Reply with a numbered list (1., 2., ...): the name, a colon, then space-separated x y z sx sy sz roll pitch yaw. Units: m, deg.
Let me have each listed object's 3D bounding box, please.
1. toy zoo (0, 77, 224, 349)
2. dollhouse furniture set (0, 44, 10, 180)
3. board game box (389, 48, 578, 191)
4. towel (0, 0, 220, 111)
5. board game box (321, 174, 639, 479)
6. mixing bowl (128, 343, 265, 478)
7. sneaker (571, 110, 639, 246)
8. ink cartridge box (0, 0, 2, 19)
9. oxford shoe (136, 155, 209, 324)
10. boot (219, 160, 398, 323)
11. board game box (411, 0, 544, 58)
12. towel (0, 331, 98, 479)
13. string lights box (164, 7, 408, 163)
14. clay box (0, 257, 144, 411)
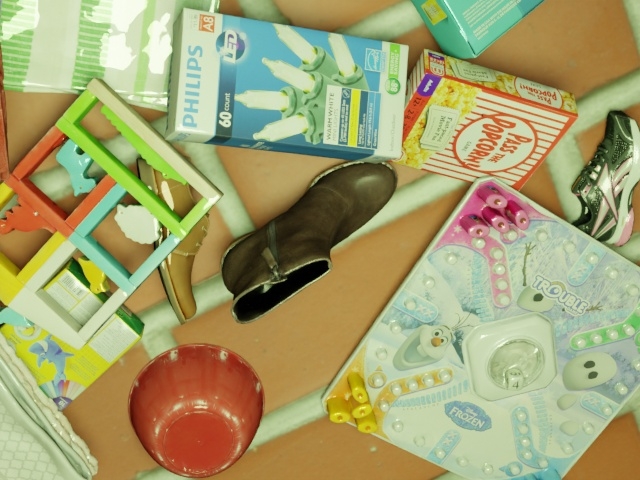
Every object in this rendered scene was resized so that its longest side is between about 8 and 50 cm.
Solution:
1. toy zoo: -0.278 -0.011 0.926 0.192 0.030 0.293 44 98 -5
2. dollhouse furniture set: -0.388 -0.227 0.710 0.201 0.152 0.374 -4 135 -20
3. board game box: 0.183 -0.137 0.975 0.193 0.045 0.147 13 141 -13
4. towel: -0.273 -0.277 0.898 0.325 0.038 0.248 5 105 -11
5. board game box: 0.262 0.166 1.093 0.390 0.050 0.390 29 107 -17
6. mixing bowl: -0.156 0.233 1.041 0.181 0.098 0.181 -3 106 -9
7. sneaker: 0.366 -0.078 1.053 0.077 0.072 0.178 1 101 1
8. ink cartridge box: -0.468 -0.386 0.790 0.324 0.071 0.330 9 103 -3
9. oxford shoe: -0.167 0.001 0.984 0.076 0.076 0.212 -11 108 -16
10. boot: 0.000 0.000 0.938 0.248 0.207 0.090 -30 109 0
11. board game box: 0.162 -0.413 0.891 0.254 0.079 0.336 -39 109 -7
12. towel: -0.479 0.219 0.969 0.317 0.053 0.332 -25 109 15
13. string lights box: -0.037 -0.167 0.915 0.260 0.077 0.133 4 89 -20
14. clay box: -0.342 0.143 1.004 0.222 0.053 0.127 -41 106 6
